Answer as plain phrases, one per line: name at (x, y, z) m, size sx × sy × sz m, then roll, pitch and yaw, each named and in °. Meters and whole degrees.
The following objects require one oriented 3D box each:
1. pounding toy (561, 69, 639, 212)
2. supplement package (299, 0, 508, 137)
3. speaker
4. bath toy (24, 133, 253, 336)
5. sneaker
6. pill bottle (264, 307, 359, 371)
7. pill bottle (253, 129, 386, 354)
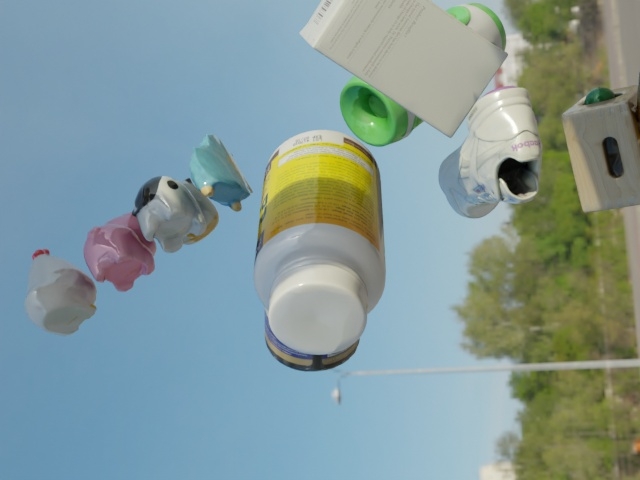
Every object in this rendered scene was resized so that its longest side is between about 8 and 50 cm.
pounding toy at (0.323, -0.114, 1.036) m, size 0.130 × 0.100 × 0.141 m, roll -34°, pitch -69°, yaw -56°
supplement package at (0.084, -0.204, 1.018) m, size 0.105 × 0.179 × 0.105 m, roll -56°, pitch 18°, yaw 11°
speaker at (0.164, -0.262, 1.513) m, size 0.296 × 0.131 × 0.131 m, roll -39°, pitch -50°, yaw -33°
bath toy at (-0.261, -0.005, 1.332) m, size 0.129 × 0.348 × 0.151 m, roll 61°, pitch -170°, yaw 31°
sneaker at (0.261, -0.096, 1.493) m, size 0.305 × 0.114 × 0.152 m, roll 97°, pitch 160°, yaw -62°
pill bottle at (-0.007, 0.044, 1.171) m, size 0.123 × 0.122 × 0.219 m, roll -76°, pitch -9°, yaw -50°
pill bottle at (0.000, 0.000, 0.894) m, size 0.215 × 0.117 × 0.117 m, roll -88°, pitch -14°, yaw -52°
